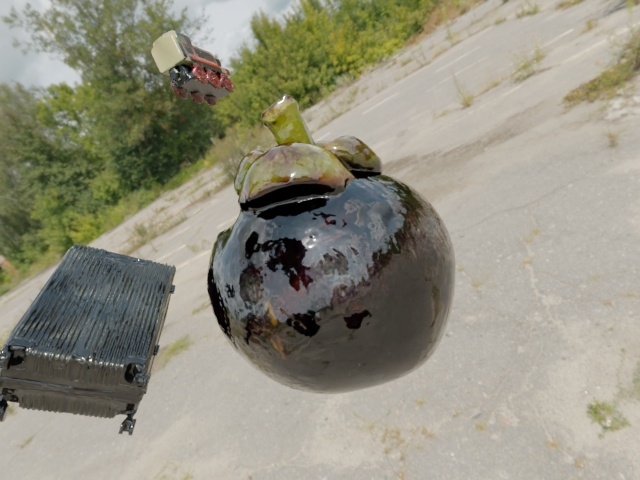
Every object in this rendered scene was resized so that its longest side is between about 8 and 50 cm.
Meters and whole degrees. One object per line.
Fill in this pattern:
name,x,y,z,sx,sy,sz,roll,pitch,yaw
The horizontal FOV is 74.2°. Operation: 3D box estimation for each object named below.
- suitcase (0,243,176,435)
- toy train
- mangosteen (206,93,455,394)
suitcase,-0.421,0.167,0.801,0.335,0.230,0.152,-105,36,-58
toy train,-0.184,-0.254,0.632,0.050,0.086,0.138,-23,2,22
mangosteen,0.000,0.000,0.449,0.275,0.302,0.275,-15,11,3
